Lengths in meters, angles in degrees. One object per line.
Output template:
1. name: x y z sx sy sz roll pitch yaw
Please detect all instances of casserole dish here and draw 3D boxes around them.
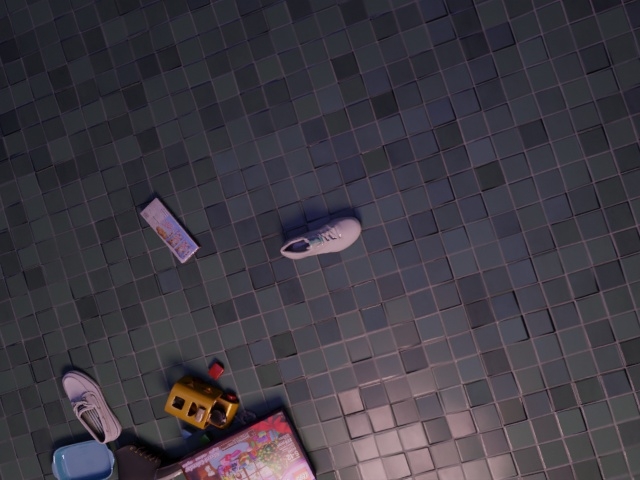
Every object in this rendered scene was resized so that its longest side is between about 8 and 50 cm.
1. casserole dish: -0.643 0.605 1.729 0.188 0.037 0.114 -15 88 9

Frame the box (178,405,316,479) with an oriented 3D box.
1. box: -0.183 0.580 1.605 0.293 0.057 0.201 -27 89 -1

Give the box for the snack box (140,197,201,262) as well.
1. snack box: -0.398 -0.027 1.676 0.064 0.022 0.178 -42 84 8

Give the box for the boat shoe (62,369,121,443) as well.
1. boat shoe: -0.623 0.445 1.701 0.083 0.076 0.226 -45 84 8

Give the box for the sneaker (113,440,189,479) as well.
1. sneaker: -0.444 0.578 1.669 0.222 0.083 0.118 -20 83 7

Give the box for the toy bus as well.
1. toy bus: -0.298 0.433 1.628 0.202 0.104 0.191 -24 87 10

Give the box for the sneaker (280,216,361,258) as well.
1. sneaker: 0.000 0.000 1.569 0.212 0.094 0.080 -21 86 10
